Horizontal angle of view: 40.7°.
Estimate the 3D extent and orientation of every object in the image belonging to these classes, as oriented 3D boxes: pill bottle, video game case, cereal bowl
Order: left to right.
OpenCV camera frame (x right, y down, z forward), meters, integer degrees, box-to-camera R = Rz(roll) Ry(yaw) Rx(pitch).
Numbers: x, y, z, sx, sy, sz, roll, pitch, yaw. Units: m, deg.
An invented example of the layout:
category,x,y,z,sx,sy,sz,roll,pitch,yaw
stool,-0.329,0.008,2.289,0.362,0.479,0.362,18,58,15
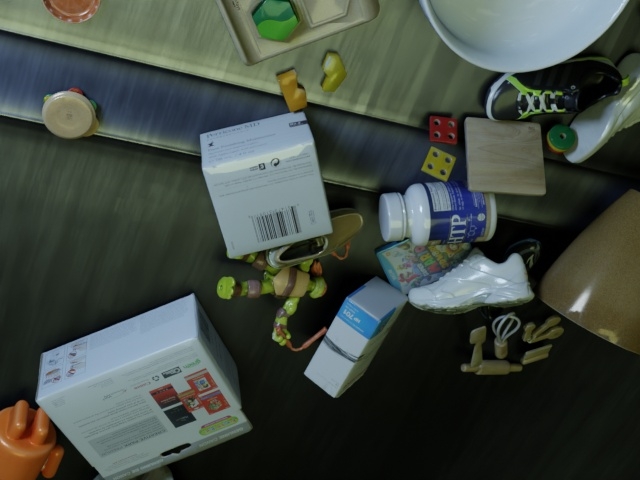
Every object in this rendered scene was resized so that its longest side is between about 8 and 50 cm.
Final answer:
category,x,y,z,sx,sy,sz,roll,pitch,yaw
video game case,0.198,0.030,1.609,0.166,0.015,0.119,-24,125,5
pill bottle,0.201,-0.046,1.500,0.187,0.112,0.112,-5,124,-8
cereal bowl,0.287,-0.425,1.249,0.339,0.141,0.338,-6,123,-8

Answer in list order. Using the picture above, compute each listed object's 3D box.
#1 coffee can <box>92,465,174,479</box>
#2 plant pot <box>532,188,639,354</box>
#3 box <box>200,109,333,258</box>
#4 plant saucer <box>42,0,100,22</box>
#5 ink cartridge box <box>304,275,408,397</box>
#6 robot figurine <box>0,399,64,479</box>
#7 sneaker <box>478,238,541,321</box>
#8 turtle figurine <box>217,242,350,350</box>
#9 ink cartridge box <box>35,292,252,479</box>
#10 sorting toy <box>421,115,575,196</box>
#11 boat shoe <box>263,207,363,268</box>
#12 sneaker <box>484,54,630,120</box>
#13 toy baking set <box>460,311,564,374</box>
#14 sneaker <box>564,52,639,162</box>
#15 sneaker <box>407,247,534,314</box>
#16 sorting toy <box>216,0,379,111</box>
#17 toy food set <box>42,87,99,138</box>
category,x,y,z,sx,sy,sz,roll,pitch,yaw
coffee can,-0.350,0.609,1.768,0.202,0.201,0.275,-17,124,0
plant pot,0.559,0.043,1.588,0.237,0.237,0.254,23,101,-24
box,-0.088,-0.092,1.406,0.181,0.119,0.181,-14,124,-2
plant saucer,-0.358,-0.354,1.239,0.084,0.013,0.083,-5,125,-8
ink cartridge box,0.067,0.178,1.597,0.082,0.140,0.190,36,118,14
robot figurine,-0.583,0.402,1.628,0.158,0.128,0.219,-9,137,-57
sneaker,0.366,0.078,1.637,0.067,0.078,0.188,18,117,-22
turtle figurine,-0.064,0.056,1.529,0.217,0.087,0.269,16,103,-31
ink cartridge box,-0.317,0.283,1.601,0.310,0.130,0.271,-21,126,3
sorting toy,0.297,-0.136,1.461,0.275,0.132,0.046,3,161,-10
boat shoe,0.000,0.000,1.459,0.190,0.072,0.068,-29,101,-20
sneaker,0.387,-0.247,1.414,0.235,0.097,0.084,-18,124,1
toy baking set,0.369,0.205,1.712,0.256,0.030,0.196,2,136,-29
sneaker,0.511,-0.212,1.482,0.094,0.080,0.212,19,117,-36
sneaker,0.274,0.074,1.601,0.232,0.115,0.090,-8,165,16
sorting toy,-0.027,-0.347,1.295,0.229,0.041,0.307,-21,125,3
toy food set,-0.388,-0.196,1.334,0.083,0.020,0.082,-7,124,-7
